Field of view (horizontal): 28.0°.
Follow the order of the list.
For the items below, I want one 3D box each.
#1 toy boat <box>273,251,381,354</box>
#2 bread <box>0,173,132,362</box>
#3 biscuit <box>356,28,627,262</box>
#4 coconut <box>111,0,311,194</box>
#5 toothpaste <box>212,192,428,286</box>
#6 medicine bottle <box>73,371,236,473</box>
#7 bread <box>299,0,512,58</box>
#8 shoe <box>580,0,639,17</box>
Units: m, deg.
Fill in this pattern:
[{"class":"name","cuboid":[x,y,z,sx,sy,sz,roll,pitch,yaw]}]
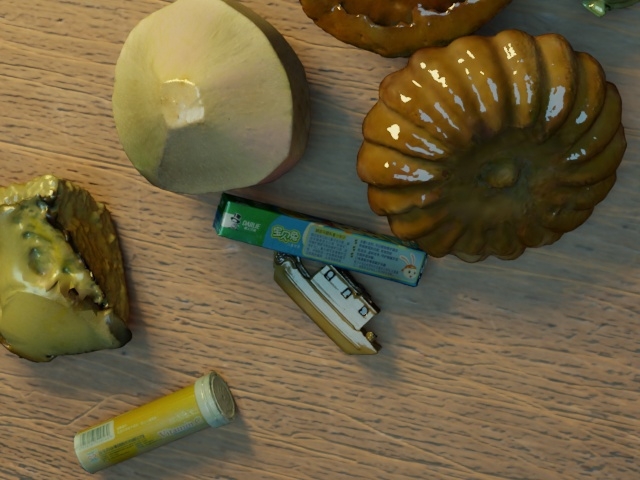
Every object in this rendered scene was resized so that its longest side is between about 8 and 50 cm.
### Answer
[{"class":"toy boat","cuboid":[0.011,0.069,1.677,0.077,0.057,0.200,-45,88,8]},{"class":"bread","cuboid":[-0.374,0.029,1.690,0.204,0.163,0.262,-14,118,10]},{"class":"biscuit","cuboid":[0.206,-0.097,1.525,0.325,0.107,0.326,-2,128,-3]},{"class":"coconut","cuboid":[-0.137,-0.172,1.572,0.259,0.259,0.259,1,98,10]},{"class":"toothpaste","cuboid":[0.000,0.000,1.619,0.266,0.065,0.050,15,101,-13]},{"class":"medicine bottle","cuboid":[-0.226,0.249,1.737,0.218,0.074,0.074,-23,93,14]},{"class":"bread","cuboid":[0.113,-0.397,1.522,0.358,0.204,0.337,-36,88,9]},{"class":"shoe","cuboid":[0.366,-0.389,1.516,0.140,0.128,0.262,26,73,-3]}]
